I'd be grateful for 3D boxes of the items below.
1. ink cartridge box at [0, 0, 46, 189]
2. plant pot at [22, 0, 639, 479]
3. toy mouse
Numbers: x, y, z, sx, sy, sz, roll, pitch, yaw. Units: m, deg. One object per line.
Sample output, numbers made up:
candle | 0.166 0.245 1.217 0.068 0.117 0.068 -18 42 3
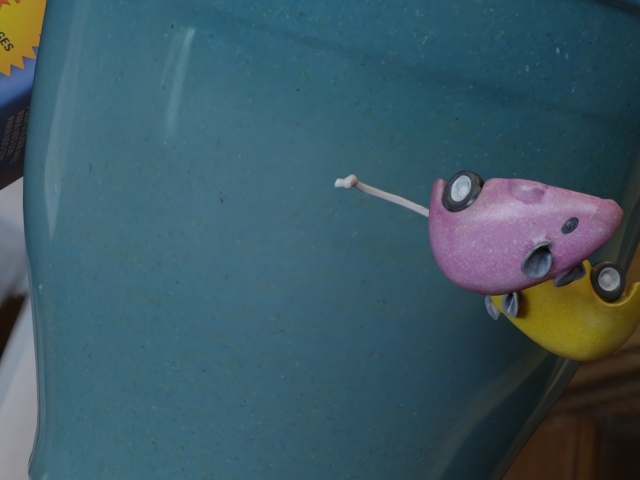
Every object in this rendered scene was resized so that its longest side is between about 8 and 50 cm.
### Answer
ink cartridge box | -0.275 -0.146 0.997 0.270 0.395 0.151 51 148 5
plant pot | 0.000 0.000 0.695 0.271 0.271 0.255 14 97 0
toy mouse | 0.086 0.013 0.500 0.161 0.031 0.143 21 168 -20
